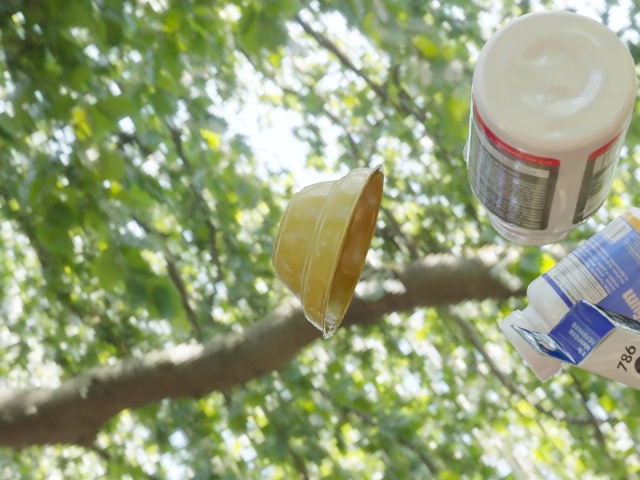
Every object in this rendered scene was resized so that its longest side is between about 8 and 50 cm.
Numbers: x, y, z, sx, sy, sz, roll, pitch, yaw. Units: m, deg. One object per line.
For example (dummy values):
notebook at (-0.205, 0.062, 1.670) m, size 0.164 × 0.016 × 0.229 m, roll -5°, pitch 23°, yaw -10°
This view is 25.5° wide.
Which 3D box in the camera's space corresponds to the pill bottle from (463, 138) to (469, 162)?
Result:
pill bottle at (0.282, -0.110, 2.114) m, size 0.078 × 0.137 × 0.078 m, roll -27°, pitch -41°, yaw -27°

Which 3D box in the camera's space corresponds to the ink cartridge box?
ink cartridge box at (0.387, 0.140, 1.580) m, size 0.333 × 0.165 × 0.065 m, roll 20°, pitch -83°, yaw -7°

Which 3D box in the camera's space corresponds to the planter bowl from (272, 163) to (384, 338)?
planter bowl at (0.000, 0.000, 1.675) m, size 0.217 × 0.090 × 0.217 m, roll 18°, pitch -90°, yaw -80°

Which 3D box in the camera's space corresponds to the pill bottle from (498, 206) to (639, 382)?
pill bottle at (0.405, 0.088, 2.101) m, size 0.272 × 0.152 × 0.152 m, roll -38°, pitch -37°, yaw 3°

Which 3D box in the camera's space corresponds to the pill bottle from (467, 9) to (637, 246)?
pill bottle at (0.259, -0.112, 1.640) m, size 0.176 × 0.176 × 0.318 m, roll -28°, pitch -23°, yaw -8°
